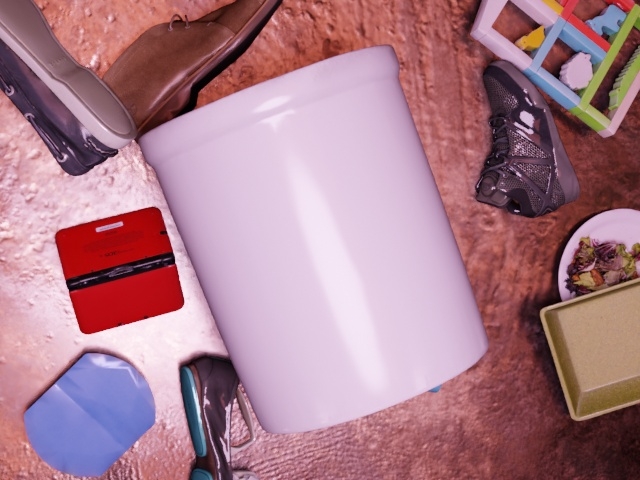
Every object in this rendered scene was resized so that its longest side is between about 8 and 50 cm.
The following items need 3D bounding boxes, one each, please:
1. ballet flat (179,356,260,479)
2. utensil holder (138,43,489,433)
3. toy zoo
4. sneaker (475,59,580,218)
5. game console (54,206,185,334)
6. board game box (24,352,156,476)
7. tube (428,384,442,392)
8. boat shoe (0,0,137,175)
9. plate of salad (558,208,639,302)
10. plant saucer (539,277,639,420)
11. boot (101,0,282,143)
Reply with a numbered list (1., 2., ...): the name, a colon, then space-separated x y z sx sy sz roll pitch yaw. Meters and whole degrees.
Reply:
1. ballet flat: -0.129 0.294 1.477 0.096 0.095 0.280 -3 93 -24
2. utensil holder: 0.000 0.000 1.351 0.328 0.327 0.385 -21 92 -10
3. toy zoo: 0.337 -0.305 1.556 0.293 0.030 0.192 36 74 -12
4. sneaker: 0.261 -0.130 1.538 0.130 0.087 0.227 -29 104 -16
5. game console: -0.265 0.039 1.472 0.144 0.085 0.124 -15 65 -12
6. board game box: -0.302 0.228 1.466 0.169 0.033 0.133 -44 106 -2
7. tube: 0.069 0.162 1.537 0.207 0.052 0.080 14 83 -7
8. boat shoe: -0.379 -0.220 1.385 0.340 0.127 0.113 46 113 -5
9. plate of salad: 0.441 0.054 1.607 0.200 0.048 0.199 -1 94 -12
10. plant saucer: 0.422 0.144 1.580 0.188 0.045 0.188 -18 108 6
11. boot: -0.159 -0.262 1.438 0.115 0.112 0.305 45 86 0
